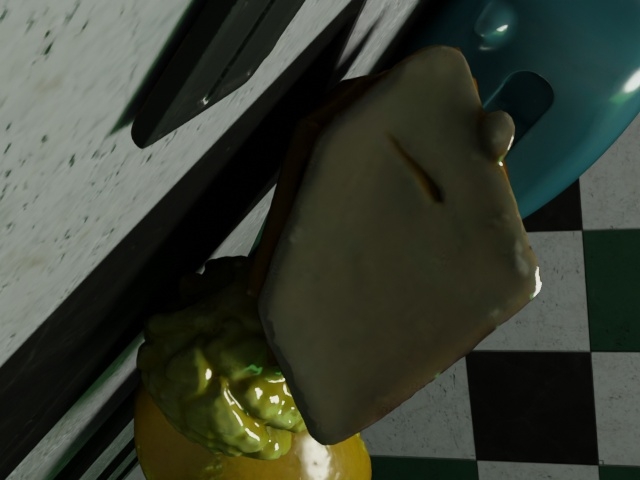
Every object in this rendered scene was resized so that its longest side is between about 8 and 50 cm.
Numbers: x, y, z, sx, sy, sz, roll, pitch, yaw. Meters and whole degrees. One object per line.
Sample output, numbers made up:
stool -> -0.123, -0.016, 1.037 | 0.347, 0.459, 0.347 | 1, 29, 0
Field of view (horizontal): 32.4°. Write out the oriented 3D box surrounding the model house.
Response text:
model house -> 0.036, -0.009, 0.769 | 0.219, 0.199, 0.229 | -27, -171, -2

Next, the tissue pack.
tissue pack -> 0.172, -0.139, 0.971 | 0.206, 0.198, 0.287 | -50, -179, -41

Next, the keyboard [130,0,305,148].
keyboard -> 0.055, -0.172, 0.328 | 0.381, 0.041, 0.103 | -43, -178, 32

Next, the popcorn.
popcorn -> -0.056, 0.086, 0.873 | 0.142, 0.173, 0.173 | -37, -172, 47

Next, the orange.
orange -> -0.076, 0.208, 1.151 | 0.235, 0.279, 0.279 | -23, 177, -1
